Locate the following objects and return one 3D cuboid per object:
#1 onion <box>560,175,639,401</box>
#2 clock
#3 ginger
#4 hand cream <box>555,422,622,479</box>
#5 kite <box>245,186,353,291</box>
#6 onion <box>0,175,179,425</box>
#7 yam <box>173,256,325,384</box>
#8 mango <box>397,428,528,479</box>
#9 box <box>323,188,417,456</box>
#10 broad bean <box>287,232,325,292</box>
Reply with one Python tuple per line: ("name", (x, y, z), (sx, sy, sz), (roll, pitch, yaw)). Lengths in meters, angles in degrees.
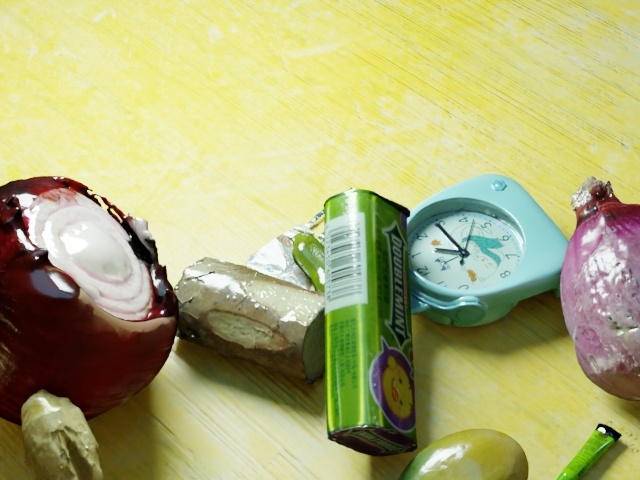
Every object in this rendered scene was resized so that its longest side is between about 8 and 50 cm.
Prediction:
("onion", (0.446, 0.039, 1.607), (0.267, 0.159, 0.348), (-22, 72, -17))
("clock", (0.211, 0.027, 1.747), (0.274, 0.094, 0.223), (-22, 51, -12))
("ginger", (-0.289, 0.415, 1.413), (0.348, 0.122, 0.363), (33, 78, 0))
("hand cream", (0.346, 0.284, 1.556), (0.036, 0.023, 0.122), (24, 52, 37))
("kite", (0.000, 0.002, 1.835), (0.127, 0.016, 0.229), (37, 63, 27))
("onion", (-0.357, 0.090, 1.592), (0.341, 0.341, 0.341), (-2, 49, 2))
("yam", (-0.095, 0.106, 1.676), (0.238, 0.128, 0.129), (18, 11, 18))
("mango", (0.171, 0.312, 1.505), (0.195, 0.092, 0.130), (-39, 59, -16))
("box", (0.069, 0.105, 1.605), (0.097, 0.134, 0.345), (-19, 57, 32))
("broad bean", (0.030, 0.080, 1.736), (0.052, 0.052, 0.256), (5, 36, -50))
